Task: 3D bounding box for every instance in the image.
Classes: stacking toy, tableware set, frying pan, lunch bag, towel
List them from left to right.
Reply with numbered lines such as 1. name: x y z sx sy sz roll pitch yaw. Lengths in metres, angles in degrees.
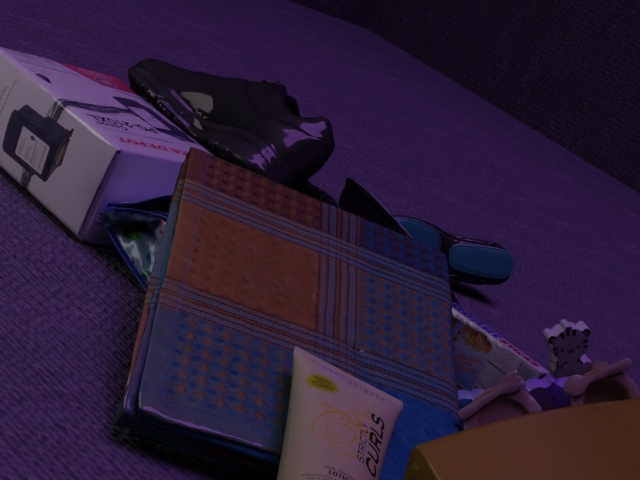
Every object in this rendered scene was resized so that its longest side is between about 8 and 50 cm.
1. lunch bag: -0.107 0.006 1.352 0.151 0.096 0.129 33 20 37
2. towel: -0.011 0.074 1.192 0.271 0.040 0.370 23 31 -12
3. frying pan: 0.123 0.064 1.643 0.326 0.053 0.197 51 -5 -3
4. stacking toy: 0.155 0.138 1.240 0.221 0.052 0.167 -12 22 -7
5. tableware set: 0.193 0.174 1.144 0.020 0.141 0.168 92 -19 -75

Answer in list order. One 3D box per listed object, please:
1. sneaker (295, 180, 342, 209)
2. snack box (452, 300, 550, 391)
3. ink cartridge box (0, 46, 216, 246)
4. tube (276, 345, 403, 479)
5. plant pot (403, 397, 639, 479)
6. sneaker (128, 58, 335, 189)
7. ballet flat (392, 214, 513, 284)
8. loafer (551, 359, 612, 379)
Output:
1. sneaker: 0.000 0.000 1.567 0.124 0.107 0.283 34 13 -36
2. snack box: 0.147 0.112 1.496 0.022 0.064 0.178 7 24 -49
3. ink cartridge box: -0.221 -0.088 1.479 0.172 0.100 0.237 9 23 -50
4. tube: 0.006 0.150 1.002 0.240 0.062 0.070 -73 144 -64
5. plant pot: 0.140 0.218 0.848 0.187 0.212 0.212 8 19 -17
6. sneaker: -0.096 -0.125 1.581 0.130 0.109 0.286 -35 49 -22
7. ballet flat: 0.141 0.017 1.850 0.203 0.074 0.074 14 18 -22
8. loafer: 0.224 0.198 1.273 0.092 0.102 0.268 -11 22 9
